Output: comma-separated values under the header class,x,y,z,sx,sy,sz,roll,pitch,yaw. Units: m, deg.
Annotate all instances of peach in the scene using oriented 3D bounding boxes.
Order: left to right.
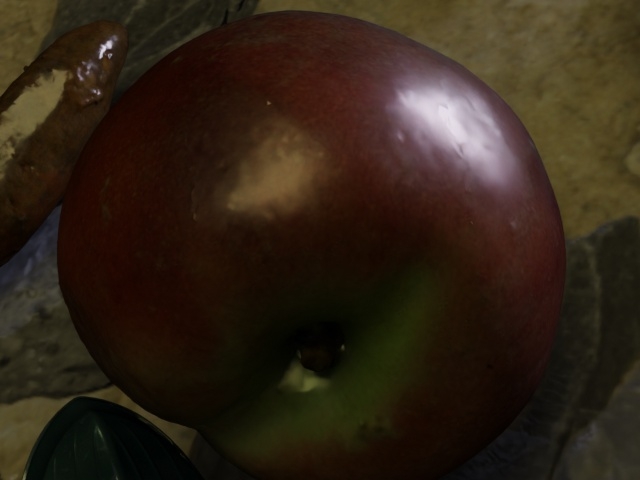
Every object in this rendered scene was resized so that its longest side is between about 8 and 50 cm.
class,x,y,z,sx,sy,sz,roll,pitch,yaw
peach,0.000,0.000,0.792,0.252,0.252,0.252,-9,53,13

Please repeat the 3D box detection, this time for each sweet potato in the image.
class,x,y,z,sx,sy,sz,roll,pitch,yaw
sweet potato,-0.221,-0.031,0.991,0.097,0.097,0.292,32,62,34

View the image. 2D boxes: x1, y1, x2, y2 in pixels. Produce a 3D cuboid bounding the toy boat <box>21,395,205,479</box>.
class,x,y,z,sx,sy,sz,roll,pitch,yaw
toy boat,-0.075,0.204,0.745,0.114,0.122,0.296,-13,60,-18
